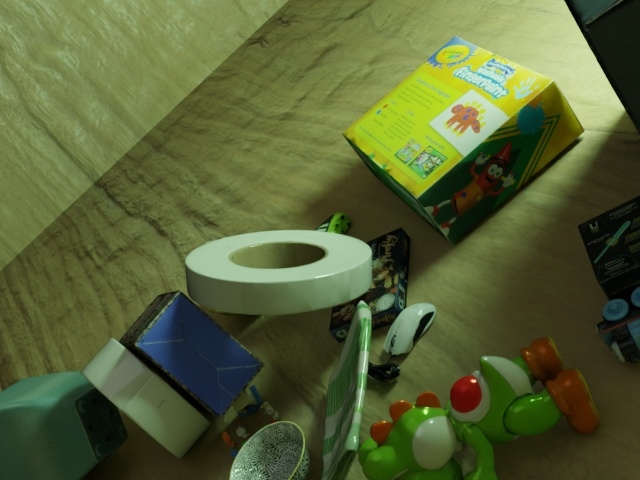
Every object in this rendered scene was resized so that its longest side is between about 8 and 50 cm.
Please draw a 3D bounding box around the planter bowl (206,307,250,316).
[{"bbox_3d":[-0.167,0.115,2.146,0.217,0.090,0.217,-28,32,19],"label":"planter bowl"}]

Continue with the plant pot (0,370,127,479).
[{"bbox_3d":[-0.586,0.428,2.002,0.252,0.248,0.247,-19,5,20],"label":"plant pot"}]

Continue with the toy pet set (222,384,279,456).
[{"bbox_3d":[-0.144,0.367,1.848,0.122,0.065,0.114,-37,65,12],"label":"toy pet set"}]

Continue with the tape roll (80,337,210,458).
[{"bbox_3d":[-0.368,0.333,1.895,0.100,0.286,0.286,-48,31,-15],"label":"tape roll"}]

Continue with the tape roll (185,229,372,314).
[{"bbox_3d":[-0.086,0.058,1.850,0.391,0.072,0.392,-3,15,1],"label":"tape roll"}]

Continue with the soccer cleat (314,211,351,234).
[{"bbox_3d":[0.000,0.000,2.152,0.179,0.060,0.072,-44,20,-19],"label":"soccer cleat"}]

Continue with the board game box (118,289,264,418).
[{"bbox_3d":[-0.280,0.236,1.892,0.141,0.232,0.291,-50,10,-16],"label":"board game box"}]

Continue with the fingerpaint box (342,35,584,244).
[{"bbox_3d":[0.302,-0.240,2.015,0.371,0.163,0.445,-41,31,0],"label":"fingerpaint box"}]

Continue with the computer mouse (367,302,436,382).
[{"bbox_3d":[0.151,0.187,1.745,0.106,0.042,0.193,9,56,54],"label":"computer mouse"}]

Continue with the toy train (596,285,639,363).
[{"bbox_3d":[0.520,0.124,1.386,0.184,0.080,0.105,-28,39,21],"label":"toy train"}]

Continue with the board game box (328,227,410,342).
[{"bbox_3d":[0.108,0.093,1.917,0.165,0.042,0.243,-24,34,26],"label":"board game box"}]

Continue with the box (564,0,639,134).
[{"bbox_3d":[0.613,-0.355,1.506,0.297,0.480,0.472,-31,31,20],"label":"box"}]

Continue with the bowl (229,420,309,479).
[{"bbox_3d":[-0.077,0.425,1.652,0.170,0.080,0.170,-28,33,20],"label":"bowl"}]

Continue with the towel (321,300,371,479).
[{"bbox_3d":[0.040,0.297,1.591,0.325,0.038,0.248,-79,5,-46],"label":"towel"}]

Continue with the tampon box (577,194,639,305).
[{"bbox_3d":[0.516,0.029,1.487,0.120,0.101,0.161,-27,32,20],"label":"tampon box"}]

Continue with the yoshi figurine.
[{"bbox_3d":[0.244,0.312,1.408,0.362,0.203,0.203,-24,72,0],"label":"yoshi figurine"}]
